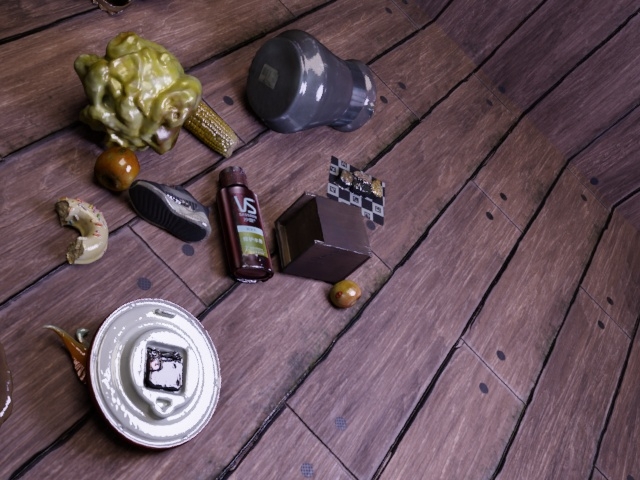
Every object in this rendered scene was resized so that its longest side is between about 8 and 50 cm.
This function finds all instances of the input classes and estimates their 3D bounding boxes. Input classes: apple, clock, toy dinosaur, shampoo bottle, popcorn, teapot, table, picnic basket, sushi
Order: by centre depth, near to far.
[{"bbox_3d":[-0.473,0.249,1.553,0.212,0.057,0.142,5,67,-26],"label":"toy dinosaur"},{"bbox_3d":[-0.338,0.274,1.559,0.318,0.080,0.319,24,54,-38],"label":"clock"},{"bbox_3d":[-0.492,-0.178,1.810,0.099,0.114,0.102,35,56,-13],"label":"apple"},{"bbox_3d":[-0.464,-0.360,1.863,0.312,0.312,0.312,21,47,-25],"label":"popcorn"},{"bbox_3d":[-0.206,-0.047,1.962,0.129,0.084,0.323,11,52,-36],"label":"shampoo bottle"},{"bbox_3d":[0.000,0.000,2.023,0.193,0.172,0.169,14,50,-36],"label":"table"},{"bbox_3d":[0.069,0.144,2.035,0.084,0.084,0.071,-23,67,-46],"label":"apple"},{"bbox_3d":[-0.594,-0.709,2.124,0.128,0.138,0.179,33,38,-14],"label":"picnic basket"},{"bbox_3d":[-0.040,-0.484,2.320,0.361,0.306,0.376,3,27,-47],"label":"teapot"},{"bbox_3d":[0.129,-0.172,2.349,0.215,0.050,0.192,26,46,-21],"label":"sushi"}]

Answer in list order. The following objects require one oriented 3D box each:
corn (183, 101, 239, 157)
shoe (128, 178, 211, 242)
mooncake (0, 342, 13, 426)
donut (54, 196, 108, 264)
[{"bbox_3d":[-0.360,-0.356,2.077,0.320,0.097,0.097,41,42,-9],"label":"corn"},{"bbox_3d":[-0.367,-0.089,1.865,0.227,0.099,0.112,35,36,-17],"label":"shoe"},{"bbox_3d":[-0.697,0.270,1.250,0.323,0.187,0.324,23,47,-27],"label":"mooncake"},{"bbox_3d":[-0.532,-0.026,1.697,0.108,0.065,0.166,-4,61,-41],"label":"donut"}]
